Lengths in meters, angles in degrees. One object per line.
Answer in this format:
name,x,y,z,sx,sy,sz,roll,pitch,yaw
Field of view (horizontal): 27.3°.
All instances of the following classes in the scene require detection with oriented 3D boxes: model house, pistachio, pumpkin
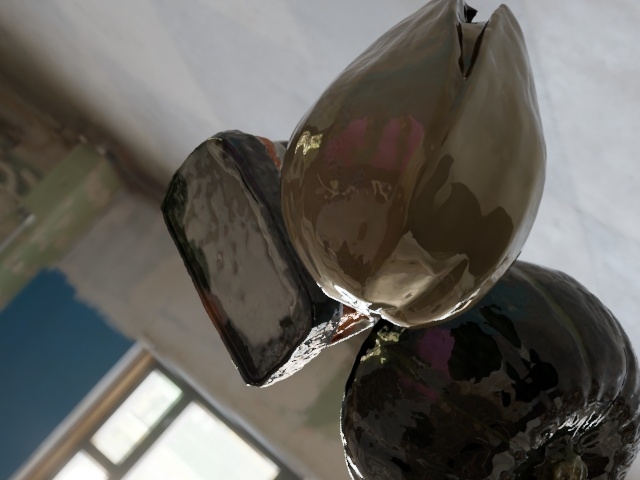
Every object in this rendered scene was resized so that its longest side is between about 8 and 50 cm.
model house,0.000,0.000,1.558,0.190,0.300,0.271,-46,65,39
pistachio,0.086,-0.077,1.076,0.207,0.332,0.226,21,139,7
pumpkin,0.178,0.174,1.349,0.241,0.323,0.323,34,165,48
